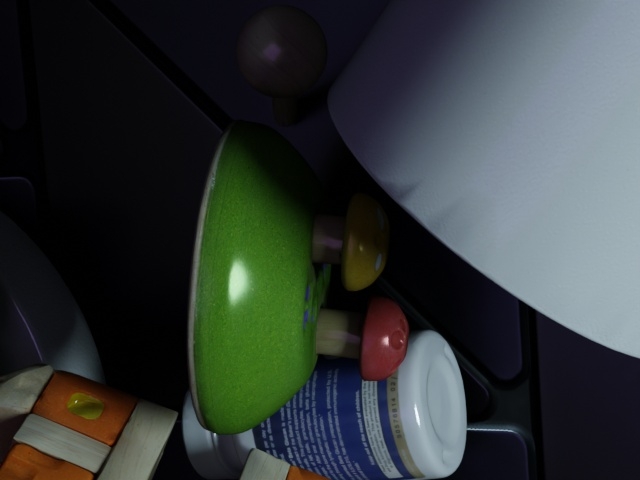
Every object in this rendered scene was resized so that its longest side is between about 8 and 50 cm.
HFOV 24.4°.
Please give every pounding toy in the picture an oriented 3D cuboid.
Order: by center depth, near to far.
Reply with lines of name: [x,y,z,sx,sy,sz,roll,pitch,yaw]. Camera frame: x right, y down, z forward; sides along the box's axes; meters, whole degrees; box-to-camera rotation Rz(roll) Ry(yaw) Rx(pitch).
pounding toy: [0.000,0.000,0.861,0.110,0.183,0.237,5,74,8]

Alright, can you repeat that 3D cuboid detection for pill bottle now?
pill bottle: [0.000,0.112,0.949,0.169,0.094,0.094,-9,94,23]

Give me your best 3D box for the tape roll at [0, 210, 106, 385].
tape roll: [-0.338,0.135,1.108,0.392,0.072,0.392,4,100,22]

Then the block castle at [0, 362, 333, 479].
block castle: [-0.132,0.284,0.885,0.453,0.213,0.303,23,117,0]

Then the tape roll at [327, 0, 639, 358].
tape roll: [0.148,-0.076,0.778,0.246,0.246,0.169,39,110,13]
